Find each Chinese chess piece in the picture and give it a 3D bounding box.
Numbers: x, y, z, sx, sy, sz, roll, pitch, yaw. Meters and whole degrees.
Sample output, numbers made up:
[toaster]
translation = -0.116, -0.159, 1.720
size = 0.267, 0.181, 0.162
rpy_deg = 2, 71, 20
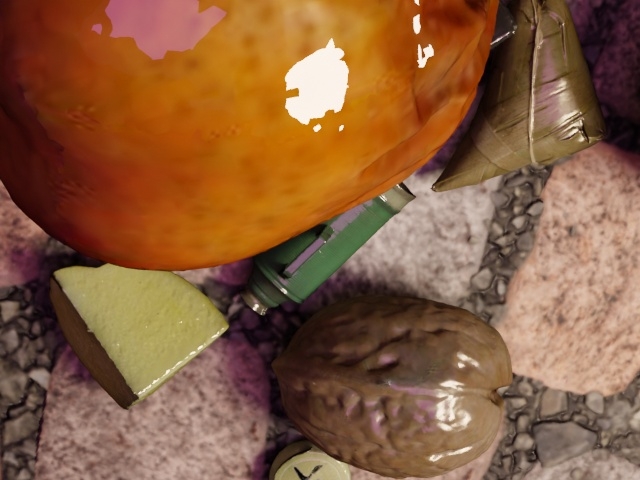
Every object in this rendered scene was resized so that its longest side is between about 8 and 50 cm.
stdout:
[Chinese chess piece]
translation = -0.010, 0.243, 1.653
size = 0.084, 0.034, 0.084
rpy_deg = -2, 107, -6

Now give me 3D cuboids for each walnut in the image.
[walnut]
translation = 0.066, 0.139, 1.568
size = 0.230, 0.178, 0.178
rpy_deg = 9, 105, 4

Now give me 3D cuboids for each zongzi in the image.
[zongzi]
translation = 0.161, -0.152, 1.540
size = 0.178, 0.081, 0.189
rpy_deg = -18, 102, 10

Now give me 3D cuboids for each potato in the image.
[potato]
translation = -0.181, 0.071, 1.581
size = 0.120, 0.081, 0.149
rpy_deg = -35, 90, -26

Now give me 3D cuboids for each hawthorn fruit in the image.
[hawthorn fruit]
translation = -0.082, -0.208, 1.303
size = 0.472, 0.472, 0.471
rpy_deg = -2, 106, -5

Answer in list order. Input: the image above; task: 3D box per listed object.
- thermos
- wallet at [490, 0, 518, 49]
[thermos]
translation = 0.001, 0.000, 1.560
size = 0.188, 0.083, 0.073
rpy_deg = -44, 128, 9
[wallet]
translation = 0.050, -0.178, 1.515
size = 0.244, 0.025, 0.124
rpy_deg = -33, 74, 6
